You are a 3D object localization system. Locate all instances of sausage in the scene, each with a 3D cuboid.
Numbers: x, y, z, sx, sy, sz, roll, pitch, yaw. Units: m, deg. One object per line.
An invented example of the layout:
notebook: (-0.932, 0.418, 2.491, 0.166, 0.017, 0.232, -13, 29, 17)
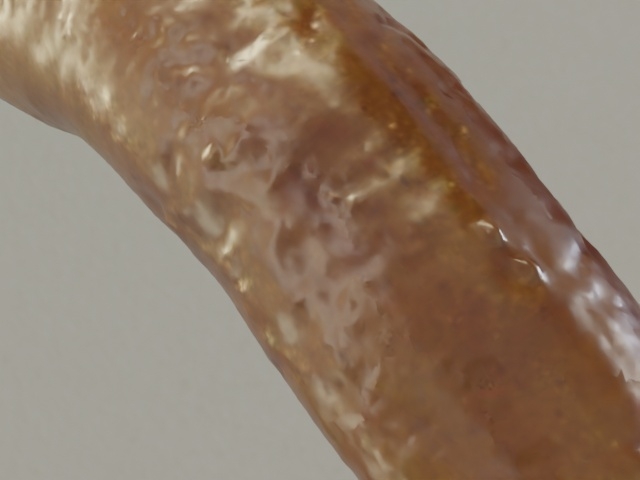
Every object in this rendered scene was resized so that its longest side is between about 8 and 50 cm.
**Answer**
sausage: (0.001, -0.004, 0.468, 0.076, 0.302, 0.103, -22, -30, -34)
